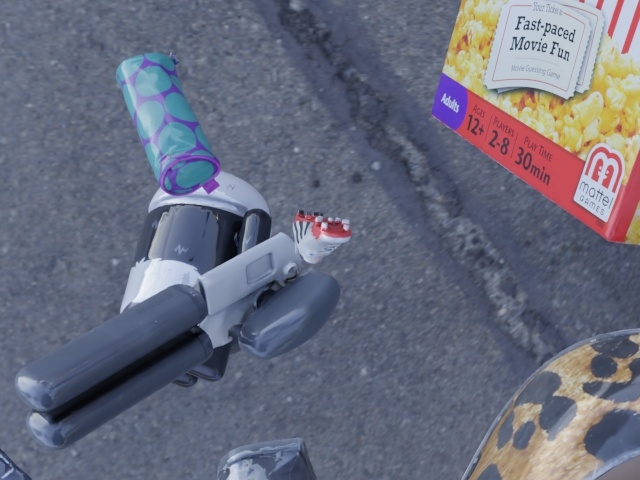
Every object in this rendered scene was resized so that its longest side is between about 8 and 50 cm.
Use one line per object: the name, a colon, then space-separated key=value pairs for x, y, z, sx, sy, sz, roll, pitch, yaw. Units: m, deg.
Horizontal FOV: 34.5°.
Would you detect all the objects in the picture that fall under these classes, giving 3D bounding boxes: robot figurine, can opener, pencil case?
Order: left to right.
pencil case: x=-0.150 y=-0.116 z=1.018 sx=0.064 sy=0.070 sz=0.151 roll=-33 pitch=59 yaw=12
can opener: x=-0.102 y=0.081 z=0.838 sx=0.095 sy=0.283 sz=0.076 roll=21 pitch=129 yaw=39
robot figurine: x=-0.155 y=0.045 z=1.329 sx=0.209 sy=0.173 sz=0.278 roll=4 pitch=63 yaw=12

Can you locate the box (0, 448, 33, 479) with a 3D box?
box: x=-0.097 y=0.326 z=0.558 sx=0.312 sy=0.179 sz=0.343 roll=32 pitch=151 yaw=24

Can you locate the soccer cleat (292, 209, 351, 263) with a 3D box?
soccer cleat: x=0.000 y=0.000 z=0.714 sx=0.083 sy=0.029 sz=0.035 roll=-158 pitch=73 yaw=-68

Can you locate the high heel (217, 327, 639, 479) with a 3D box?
high heel: x=0.083 y=0.128 z=0.319 sx=0.261 sy=0.186 sz=0.093 roll=-16 pitch=131 yaw=12

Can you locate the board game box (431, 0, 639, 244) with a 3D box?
board game box: x=0.115 y=-0.114 z=0.384 sx=0.147 sy=0.045 sz=0.193 roll=-131 pitch=50 yaw=-59
